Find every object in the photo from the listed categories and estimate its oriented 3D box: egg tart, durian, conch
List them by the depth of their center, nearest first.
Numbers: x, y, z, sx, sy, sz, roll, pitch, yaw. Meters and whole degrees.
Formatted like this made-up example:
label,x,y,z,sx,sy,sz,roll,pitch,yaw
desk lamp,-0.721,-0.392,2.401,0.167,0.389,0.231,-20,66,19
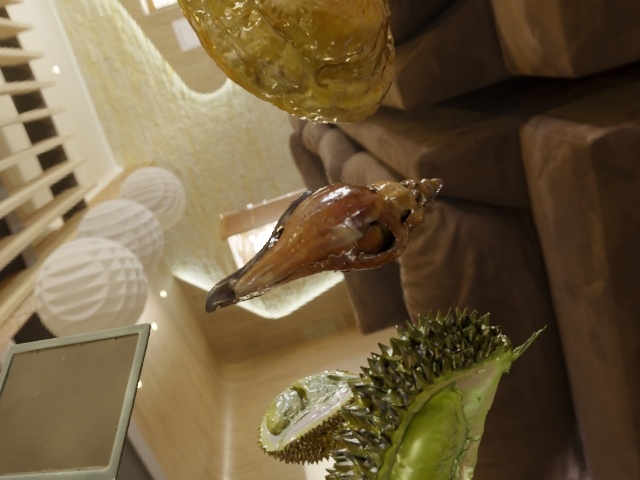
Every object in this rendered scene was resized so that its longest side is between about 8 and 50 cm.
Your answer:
label,x,y,z,sx,sy,sz,roll,pitch,yaw
conch,0.000,-0.006,0.605,0.086,0.233,0.080,-76,-29,-64
durian,0.099,0.233,0.722,0.158,0.169,0.351,137,152,-74
egg tart,-0.015,-0.290,0.790,0.128,0.319,0.319,-30,75,47
durian,0.015,0.236,0.925,0.102,0.208,0.146,63,179,-23

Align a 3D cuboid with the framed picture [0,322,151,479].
label,x,y,z,sx,sy,sz,roll,pitch,yaw
framed picture,-0.353,0.225,0.906,0.017,0.274,0.217,48,-141,-48
